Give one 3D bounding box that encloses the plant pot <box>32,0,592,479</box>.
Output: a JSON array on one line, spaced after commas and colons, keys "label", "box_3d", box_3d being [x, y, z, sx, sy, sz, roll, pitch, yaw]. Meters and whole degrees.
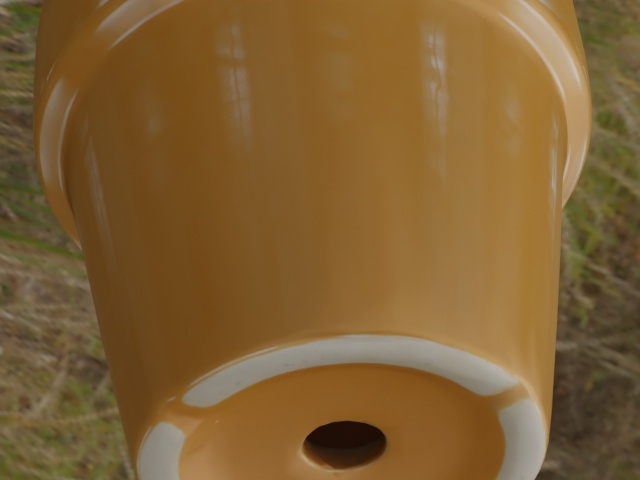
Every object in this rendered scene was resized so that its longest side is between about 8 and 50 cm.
[{"label": "plant pot", "box_3d": [0.000, 0.000, 0.548, 0.205, 0.188, 0.205, -2, 138, -2]}]
